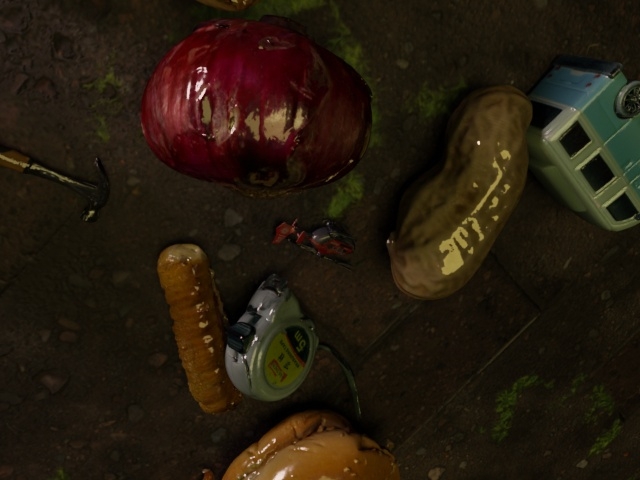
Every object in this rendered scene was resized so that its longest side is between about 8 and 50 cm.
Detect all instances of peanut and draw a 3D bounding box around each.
[{"bbox_3d":[0.202,-0.065,0.710,0.153,0.140,0.326,24,99,17],"label":"peanut"}]

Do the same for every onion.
[{"bbox_3d":[-0.060,-0.139,0.527,0.246,0.246,0.191,5,101,-22],"label":"onion"}]

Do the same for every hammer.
[{"bbox_3d":[-0.343,-0.092,0.565,0.200,0.021,0.078,25,107,-27],"label":"hammer"}]

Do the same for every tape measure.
[{"bbox_3d":[-0.038,0.213,0.776,0.164,0.084,0.330,-46,131,-24],"label":"tape measure"}]

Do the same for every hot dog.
[{"bbox_3d":[-0.169,0.138,0.707,0.082,0.068,0.289,-12,118,-7],"label":"hot dog"}]

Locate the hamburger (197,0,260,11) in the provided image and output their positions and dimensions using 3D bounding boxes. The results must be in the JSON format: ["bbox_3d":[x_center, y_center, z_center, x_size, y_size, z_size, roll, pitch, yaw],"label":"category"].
[{"bbox_3d":[-0.089,-0.333,0.467,0.213,0.108,0.214,-6,99,-41],"label":"hamburger"}]

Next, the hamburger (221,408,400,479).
[{"bbox_3d":[-0.011,0.439,0.842,0.314,0.170,0.290,-39,126,-1],"label":"hamburger"}]

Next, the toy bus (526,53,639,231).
[{"bbox_3d":[0.422,-0.132,0.760,0.271,0.133,0.165,39,101,-27],"label":"toy bus"}]

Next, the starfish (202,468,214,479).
[{"bbox_3d":[-0.262,0.484,0.845,0.227,0.043,0.241,34,96,-30],"label":"starfish"}]

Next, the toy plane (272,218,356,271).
[{"bbox_3d":[0.000,0.000,0.722,0.145,0.037,0.060,18,116,-30],"label":"toy plane"}]
